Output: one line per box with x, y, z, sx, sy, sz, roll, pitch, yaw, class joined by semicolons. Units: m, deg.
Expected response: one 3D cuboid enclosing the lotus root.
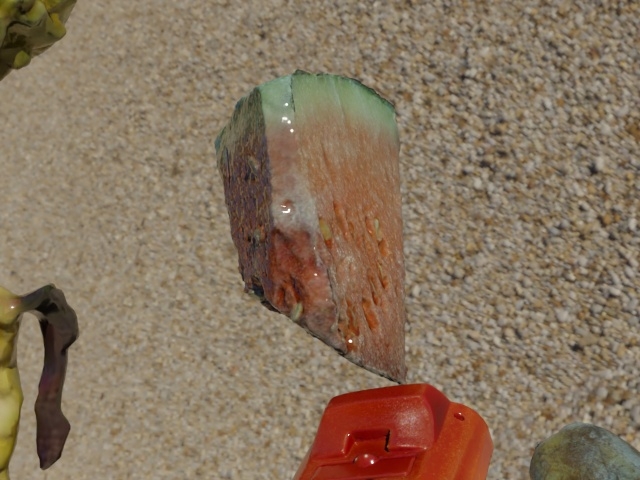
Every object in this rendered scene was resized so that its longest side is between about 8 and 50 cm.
0.388;0.358;1.032;0.140;0.158;0.322;-58;47;23;lotus root

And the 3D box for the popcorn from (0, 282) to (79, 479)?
-0.338;0.135;0.584;0.382;0.349;0.349;-26;46;-2;popcorn

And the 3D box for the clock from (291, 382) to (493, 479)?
0.024;0.146;0.470;0.113;0.061;0.155;-13;21;25;clock

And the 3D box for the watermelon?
0.000;0.000;0.693;0.140;0.193;0.256;-24;71;34;watermelon

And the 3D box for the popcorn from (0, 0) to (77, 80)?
-0.382;-0.271;0.908;0.212;0.259;0.259;34;102;22;popcorn
